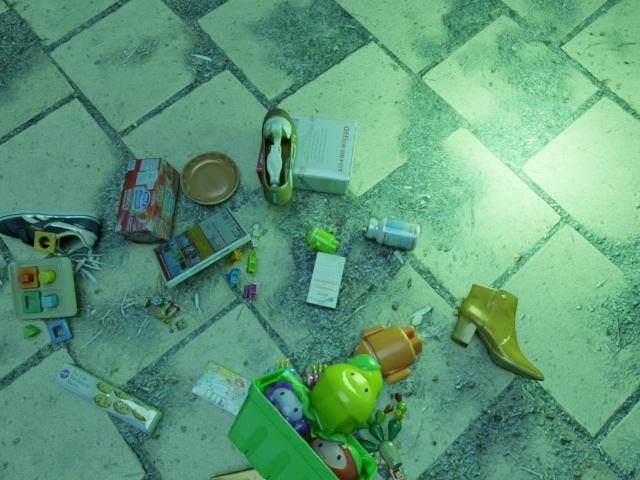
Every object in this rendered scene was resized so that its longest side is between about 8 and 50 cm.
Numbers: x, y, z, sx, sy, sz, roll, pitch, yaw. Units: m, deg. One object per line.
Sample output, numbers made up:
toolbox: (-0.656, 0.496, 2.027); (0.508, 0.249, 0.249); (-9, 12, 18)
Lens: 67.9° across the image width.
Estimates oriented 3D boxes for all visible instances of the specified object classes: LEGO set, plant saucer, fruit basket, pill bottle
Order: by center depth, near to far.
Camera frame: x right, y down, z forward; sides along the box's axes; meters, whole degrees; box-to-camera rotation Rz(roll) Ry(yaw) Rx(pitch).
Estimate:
fruit basket: (0.011, 0.451, 1.208); (0.392, 0.283, 0.391); (-2, 83, 16)
LEGO set: (-0.256, 0.080, 1.504); (0.087, 0.093, 0.227); (14, 63, -28)
pill bottle: (0.232, -0.024, 1.531); (0.160, 0.087, 0.087); (12, 72, 4)
plant saucer: (-0.374, -0.209, 1.619); (0.200, 0.037, 0.199); (0, 72, -1)

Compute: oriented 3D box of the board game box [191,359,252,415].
board game box: (-0.287, 0.435, 1.406); (0.154, 0.026, 0.103); (25, 73, 8)

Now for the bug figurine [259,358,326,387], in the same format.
bug figurine: (-0.052, 0.471, 1.371); (0.216, 0.072, 0.278); (-12, 71, -4)

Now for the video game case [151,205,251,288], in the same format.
video game case: (-0.379, 0.014, 1.497); (0.285, 0.025, 0.204); (-32, 42, -10)

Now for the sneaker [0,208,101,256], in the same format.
sneaker: (-0.874, -0.022, 1.508); (0.321, 0.126, 0.127); (-2, 66, -3)

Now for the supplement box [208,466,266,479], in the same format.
supplement box: (-0.181, 0.663, 1.304); (0.234, 0.080, 0.078); (-10, 71, -5)

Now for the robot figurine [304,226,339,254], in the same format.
robot figurine: (0.000, 0.000, 1.533); (0.115, 0.067, 0.101); (30, 46, 10)

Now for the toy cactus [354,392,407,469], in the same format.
toy cactus: (0.165, 0.537, 1.312); (0.219, 0.112, 0.180); (-31, 45, -5)

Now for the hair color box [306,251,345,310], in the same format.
hair color box: (0.017, 0.129, 1.498); (0.093, 0.053, 0.167); (12, 70, 3)

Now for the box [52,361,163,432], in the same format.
box: (-0.615, 0.455, 1.379); (0.324, 0.063, 0.067); (25, 72, 8)

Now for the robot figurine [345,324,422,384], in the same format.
robot figurine: (0.190, 0.331, 1.389); (0.220, 0.128, 0.158); (-23, 86, -8)

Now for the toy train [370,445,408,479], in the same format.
toy train: (0.157, 0.651, 1.324); (0.166, 0.046, 0.125); (-21, 72, -7)

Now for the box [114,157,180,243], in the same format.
box: (-0.554, -0.126, 1.535); (0.128, 0.122, 0.256); (-2, 70, 13)

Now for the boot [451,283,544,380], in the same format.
boot: (0.561, 0.266, 1.426); (0.295, 0.104, 0.211); (28, 74, 13)

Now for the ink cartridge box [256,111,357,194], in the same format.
ink cartridge box: (-0.043, -0.291, 1.598); (0.307, 0.131, 0.226); (9, 72, 2)

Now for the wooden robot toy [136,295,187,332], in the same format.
wooden robot toy: (-0.487, 0.213, 1.454); (0.173, 0.079, 0.076); (35, 75, 10)

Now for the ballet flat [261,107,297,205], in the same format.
ballet flat: (-0.134, -0.280, 1.465); (0.116, 0.124, 0.342); (2, 74, 2)

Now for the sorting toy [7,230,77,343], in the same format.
sorting toy: (-0.845, 0.145, 1.430); (0.196, 0.047, 0.347); (-5, 93, 6)
